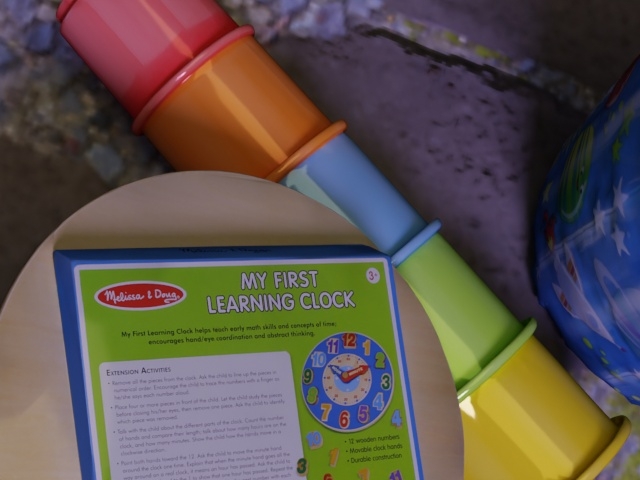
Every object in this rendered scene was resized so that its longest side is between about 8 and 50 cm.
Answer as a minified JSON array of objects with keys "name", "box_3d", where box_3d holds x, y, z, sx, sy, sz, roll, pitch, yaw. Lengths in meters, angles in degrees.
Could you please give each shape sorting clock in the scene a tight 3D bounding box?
[{"name":"shape sorting clock","box_3d":[-0.032,0.071,0.598,0.206,0.040,0.206,9,72,-29]}]

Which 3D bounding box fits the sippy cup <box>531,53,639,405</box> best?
[{"name":"sippy cup","box_3d":[0.212,-0.016,0.697,0.240,0.224,0.305,-3,77,-19]}]

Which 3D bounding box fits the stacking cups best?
[{"name":"stacking cups","box_3d":[0.000,0.000,0.710,0.096,0.096,0.316,-41,85,-22]}]
